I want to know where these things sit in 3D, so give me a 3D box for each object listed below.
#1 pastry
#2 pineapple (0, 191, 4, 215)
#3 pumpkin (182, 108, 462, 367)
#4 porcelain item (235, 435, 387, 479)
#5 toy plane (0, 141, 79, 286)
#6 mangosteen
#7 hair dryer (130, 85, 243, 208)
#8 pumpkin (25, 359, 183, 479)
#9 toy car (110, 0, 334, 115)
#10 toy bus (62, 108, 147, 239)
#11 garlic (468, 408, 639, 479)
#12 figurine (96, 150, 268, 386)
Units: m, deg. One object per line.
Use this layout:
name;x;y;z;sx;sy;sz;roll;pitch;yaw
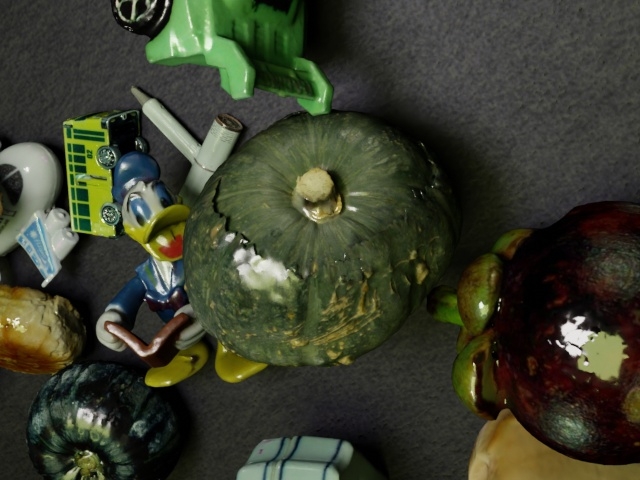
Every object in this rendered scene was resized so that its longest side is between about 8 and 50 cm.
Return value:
pastry;-0.455;0.140;1.360;0.193;0.093;0.182;3;150;11
pineapple;-0.548;-0.076;1.258;0.251;0.125;0.125;19;113;38
pumpkin;0.000;0.000;1.043;0.292;0.327;0.257;24;152;14
porcelain item;-0.015;0.418;1.185;0.157;0.281;0.285;-3;63;18
toy plane;-0.480;-0.042;1.339;0.267;0.122;0.266;5;105;17
mangosteen;0.300;0.097;0.988;0.311;0.311;0.311;6;107;19
hair dryer;-0.212;-0.140;1.256;0.183;0.044;0.154;35;114;14
pumpkin;-0.321;0.288;1.346;0.233;0.163;0.233;5;120;8
toy car;-0.098;-0.314;1.007;0.177;0.213;0.358;-4;85;41
toy bus;-0.305;-0.098;1.273;0.101;0.088;0.174;8;110;21
garlic;0.339;0.314;1.099;0.339;0.196;0.151;27;128;-1
figurine;-0.216;0.053;1.171;0.205;0.283;0.338;-11;105;16
